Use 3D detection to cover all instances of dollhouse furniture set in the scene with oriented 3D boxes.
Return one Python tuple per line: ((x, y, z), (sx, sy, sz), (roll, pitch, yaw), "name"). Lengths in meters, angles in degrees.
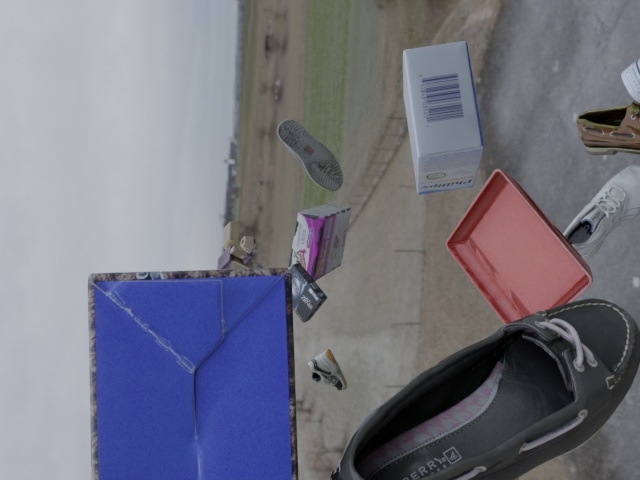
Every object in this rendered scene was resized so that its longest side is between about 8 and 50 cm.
((-0.124, 0.008, 1.205), (0.091, 0.081, 0.114), (-44, 32, 30), "dollhouse furniture set")

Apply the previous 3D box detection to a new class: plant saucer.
((0.368, 0.030, 1.257), (0.258, 0.047, 0.259), (56, 152, 22), "plant saucer")

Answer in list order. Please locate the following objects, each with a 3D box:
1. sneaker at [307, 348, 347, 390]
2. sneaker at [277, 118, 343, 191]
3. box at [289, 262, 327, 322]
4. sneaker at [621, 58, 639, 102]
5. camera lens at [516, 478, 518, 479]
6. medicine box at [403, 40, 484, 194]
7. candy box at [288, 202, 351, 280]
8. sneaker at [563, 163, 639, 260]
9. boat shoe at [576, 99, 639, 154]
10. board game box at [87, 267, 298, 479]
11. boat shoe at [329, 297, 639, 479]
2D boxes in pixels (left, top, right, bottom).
((0.007, 0.164, 0.832), (0.032, 0.037, 0.083), (60, 177, 43), "sneaker")
((-0.017, -0.220, 1.743), (0.222, 0.083, 0.118), (51, -174, 1), "sneaker")
((-0.033, 0.091, 1.180), (0.083, 0.018, 0.067), (51, 128, 19), "box")
((0.561, -0.260, 1.039), (0.091, 0.258, 0.094), (-31, 83, 46), "sneaker")
((0.267, 0.516, 1.497), (0.219, 0.274, 0.219), (-168, 90, -80), "camera lens")
((0.287, -0.282, 1.615), (0.289, 0.149, 0.264), (58, -154, -75), "medicine box")
((0.000, 0.000, 1.652), (0.233, 0.071, 0.159), (-22, -56, -70), "candy box")
((0.710, -0.067, 1.678), (0.297, 0.111, 0.129), (-54, -26, 9), "sneaker")
((0.746, -0.269, 1.584), (0.307, 0.111, 0.104), (-3, 131, 50), "boat shoe")
((-0.113, 0.143, 0.596), (0.291, 0.141, 0.232), (167, 102, -78), "board game box")
((0.155, 0.133, 0.562), (0.112, 0.335, 0.096), (47, 156, 35), "boat shoe")
